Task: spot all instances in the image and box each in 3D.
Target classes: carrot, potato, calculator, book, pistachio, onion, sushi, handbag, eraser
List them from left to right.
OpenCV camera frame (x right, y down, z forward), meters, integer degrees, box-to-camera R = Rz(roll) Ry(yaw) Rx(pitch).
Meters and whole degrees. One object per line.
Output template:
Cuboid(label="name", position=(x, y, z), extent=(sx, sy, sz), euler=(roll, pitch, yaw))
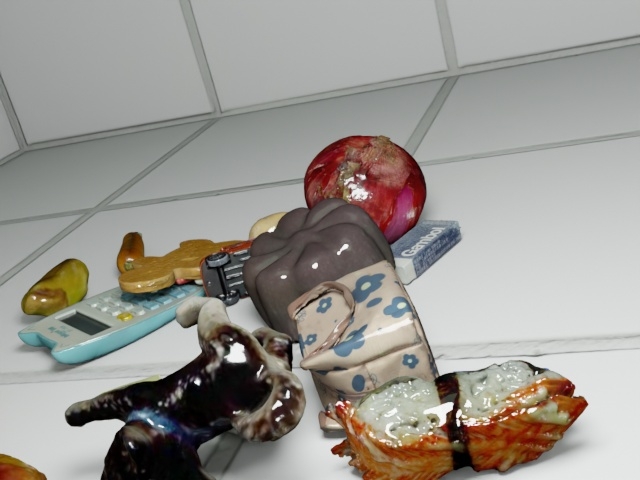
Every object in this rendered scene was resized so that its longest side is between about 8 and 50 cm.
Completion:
Cuboid(label="pistachio", position=(-0.606, 0.121, 1.977), extent=(0.110, 0.100, 0.189), euler=(-27, 18, 40))
Cuboid(label="calculator", position=(-0.422, 0.153, 1.829), extent=(0.386, 0.054, 0.256), euler=(-28, 24, -34))
Cuboid(label="book", position=(-0.334, 0.272, 1.518), extent=(0.111, 0.014, 0.077), euler=(-17, 21, -6))
Cuboid(label="carrot", position=(-0.468, 0.036, 2.136), extent=(0.067, 0.067, 0.225), euler=(-16, 19, -4))
Cuboid(label="potato", position=(-0.102, -0.008, 1.953), extent=(0.147, 0.112, 0.112), euler=(-21, 21, -30))
Cuboid(label="handbag", position=(0.062, 0.162, 1.306), extent=(0.193, 0.190, 0.251), euler=(-21, 23, 2))
Cuboid(label="onion", position=(0.098, -0.108, 1.868), extent=(0.276, 0.276, 0.276), euler=(-13, 21, 5))
Cuboid(label="eraser", position=(0.195, 0.021, 1.754), extent=(0.092, 0.046, 0.212), euler=(3, 27, 41))
Cuboid(label="sushi", position=(0.171, 0.236, 1.120), extent=(0.332, 0.124, 0.130), euler=(-13, 32, 1))

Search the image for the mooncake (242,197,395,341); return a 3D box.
Cuboid(label="mooncake", position=(-0.009, 0.049, 1.626), extent=(0.306, 0.154, 0.306), euler=(-24, 24, 11))

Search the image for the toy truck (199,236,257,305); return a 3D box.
Cuboid(label="toy truck", position=(-0.128, 0.047, 1.822), extent=(0.252, 0.107, 0.114), euler=(-16, 20, -8))

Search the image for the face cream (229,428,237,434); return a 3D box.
Cuboid(label="face cream", position=(-0.137, 0.266, 1.348), extent=(0.072, 0.051, 0.182), euler=(-33, 26, -30))

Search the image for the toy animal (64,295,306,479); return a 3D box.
Cuboid(label="toy animal", position=(-0.178, 0.251, 1.179), extent=(0.344, 0.194, 0.302), euler=(-45, 30, -2))

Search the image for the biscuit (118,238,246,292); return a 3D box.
Cuboid(label="biscuit", position=(-0.312, 0.062, 1.905), extent=(0.216, 0.047, 0.339), euler=(1, 16, 26))

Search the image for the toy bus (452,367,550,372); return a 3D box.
Cuboid(label="toy bus", position=(0.255, 0.212, 1.211), extent=(0.153, 0.061, 0.051), euler=(-7, 17, 24))

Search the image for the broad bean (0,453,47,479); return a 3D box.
Cuboid(label="broad bean", position=(-0.461, 0.376, 1.198), extent=(0.228, 0.122, 0.156), euler=(-5, 48, 40))
